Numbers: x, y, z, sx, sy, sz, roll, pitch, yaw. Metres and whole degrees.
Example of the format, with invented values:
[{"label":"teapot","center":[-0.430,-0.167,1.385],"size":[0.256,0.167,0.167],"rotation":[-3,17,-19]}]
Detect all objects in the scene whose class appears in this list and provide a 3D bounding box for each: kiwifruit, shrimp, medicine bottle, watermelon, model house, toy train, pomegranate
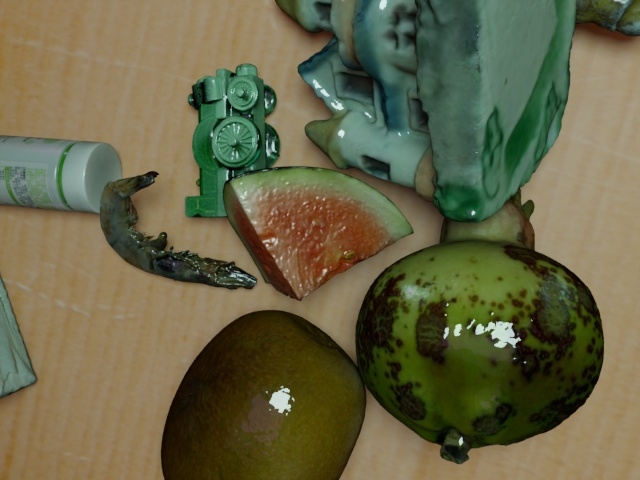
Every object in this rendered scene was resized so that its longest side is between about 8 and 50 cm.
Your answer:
[{"label":"kiwifruit","center":[-0.062,0.193,0.665],"size":[0.196,0.196,0.234],"rotation":[33,101,10]},{"label":"shrimp","center":[-0.163,-0.010,0.727],"size":[0.195,0.035,0.147],"rotation":[15,129,9]},{"label":"medicine bottle","center":[-0.341,-0.081,0.772],"size":[0.184,0.086,0.086],"rotation":[6,92,11]},{"label":"watermelon","center":[-0.003,-0.018,0.666],"size":[0.145,0.193,0.137],"rotation":[-32,61,-11]},{"label":"model house","center":[0.049,-0.194,0.609],"size":[0.325,0.267,0.194],"rotation":[24,52,34]},{"label":"toy train","center":[-0.101,-0.108,0.732],"size":[0.105,0.071,0.178],"rotation":[-1,92,23]},{"label":"pomegranate","center":[0.149,0.058,0.610],"size":[0.222,0.204,0.276],"rotation":[10,92,13]}]

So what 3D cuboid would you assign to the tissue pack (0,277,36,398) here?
[{"label":"tissue pack","center":[-0.543,0.135,0.808],"size":[0.316,0.103,0.227],"rotation":[-23,84,10]}]

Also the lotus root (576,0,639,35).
[{"label":"lotus root","center":[0.196,-0.308,0.625],"size":[0.140,0.158,0.322],"rotation":[-37,90,20]}]
